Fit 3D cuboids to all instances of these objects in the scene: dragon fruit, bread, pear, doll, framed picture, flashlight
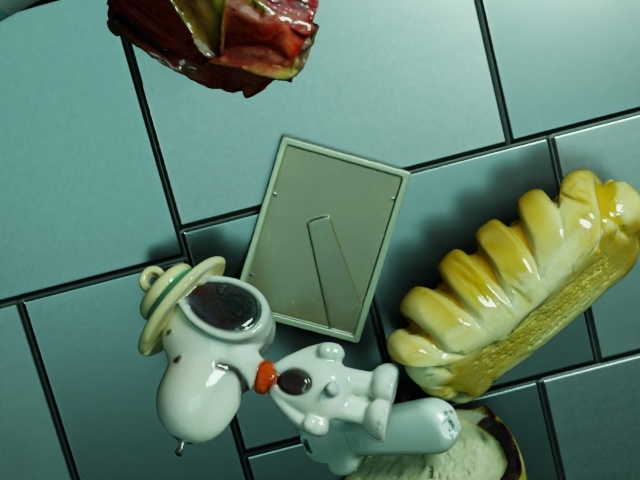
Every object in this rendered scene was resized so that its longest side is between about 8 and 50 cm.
[{"bbox_3d":[-0.093,-0.247,1.439,0.240,0.330,0.302,-20,72,-17],"label":"dragon fruit"},{"bbox_3d":[0.211,0.042,1.601,0.311,0.173,0.121,-39,58,2],"label":"bread"},{"bbox_3d":[0.150,0.319,1.661,0.267,0.267,0.178,-49,131,8],"label":"pear"},{"bbox_3d":[-0.054,0.118,1.581,0.271,0.144,0.208,-4,78,1],"label":"doll"},{"bbox_3d":[0.000,0.000,1.646,0.150,0.015,0.203,15,102,-7],"label":"framed picture"},{"bbox_3d":[0.066,0.206,1.640,0.200,0.047,0.093,-13,107,37],"label":"flashlight"}]

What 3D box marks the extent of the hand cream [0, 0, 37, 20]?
[{"bbox_3d":[-0.336,-0.267,1.545,0.312,0.070,0.111,-20,106,10],"label":"hand cream"}]
